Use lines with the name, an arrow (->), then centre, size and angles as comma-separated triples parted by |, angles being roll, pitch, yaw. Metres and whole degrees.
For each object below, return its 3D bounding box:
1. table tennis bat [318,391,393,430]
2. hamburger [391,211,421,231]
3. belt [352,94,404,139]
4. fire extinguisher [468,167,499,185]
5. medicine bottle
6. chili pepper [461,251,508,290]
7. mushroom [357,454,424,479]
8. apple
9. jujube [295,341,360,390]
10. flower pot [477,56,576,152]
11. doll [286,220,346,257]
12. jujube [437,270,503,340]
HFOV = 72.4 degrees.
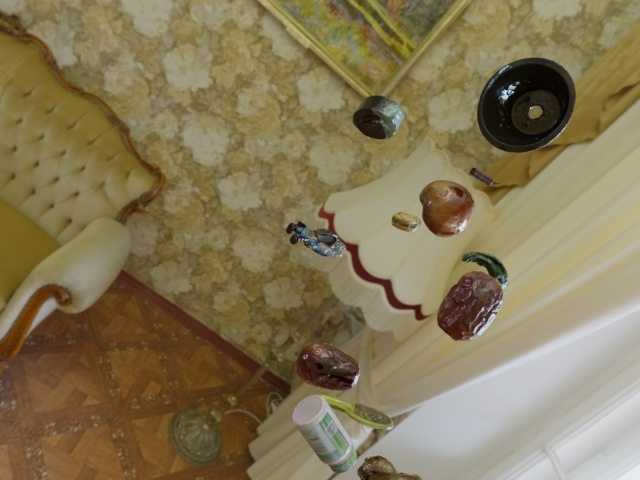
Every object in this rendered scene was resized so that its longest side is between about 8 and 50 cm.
table tennis bat -> 0.158, 0.778, 2.009 | 0.369, 0.054, 0.224 | 18, 0, 7
hamburger -> 0.461, -0.101, 2.359 | 0.147, 0.083, 0.138 | 24, 30, 29
belt -> 0.199, -0.416, 1.496 | 0.151, 0.078, 0.198 | 40, -16, -24
fire extinguisher -> 0.714, -0.272, 1.915 | 0.132, 0.039, 0.056 | 26, -18, -20
medicine bottle -> 0.021, 0.679, 1.523 | 0.274, 0.134, 0.133 | 59, 11, -20
chili pepper -> 0.688, 0.145, 1.760 | 0.278, 0.122, 0.065 | 52, 39, -16
mushroom -> 0.288, 1.037, 1.843 | 0.283, 0.195, 0.263 | 12, -13, 40
apple -> 0.392, -0.106, 1.377 | 0.173, 0.160, 0.195 | 26, 37, -16
jujube -> 0.035, 0.630, 2.181 | 0.318, 0.223, 0.223 | 19, 18, 0
flower pot -> 0.628, -0.396, 1.314 | 0.166, 0.269, 0.269 | -12, 54, -50
doll -> 0.000, 0.000, 1.128 | 0.195, 0.070, 0.095 | 16, 42, -42
jujube -> 0.510, 0.224, 1.491 | 0.174, 0.250, 0.174 | 40, 0, 0
